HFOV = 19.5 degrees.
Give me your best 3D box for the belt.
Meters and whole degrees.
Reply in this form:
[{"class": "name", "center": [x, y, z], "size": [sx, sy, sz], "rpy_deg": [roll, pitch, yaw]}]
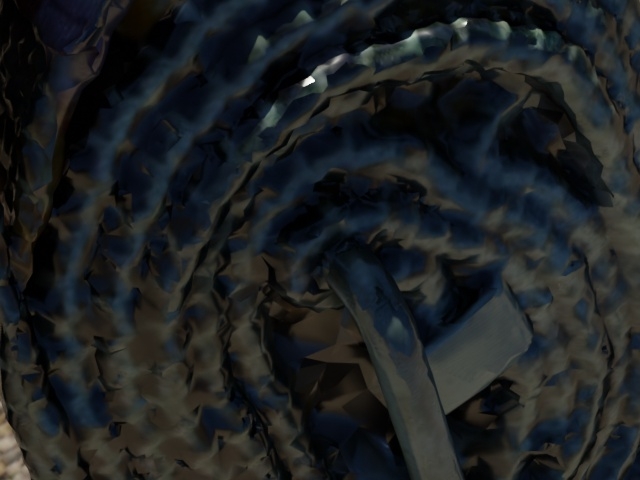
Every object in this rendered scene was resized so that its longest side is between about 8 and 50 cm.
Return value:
[{"class": "belt", "center": [0.000, 0.000, 0.522], "size": [0.207, 0.295, 0.160], "rpy_deg": [-26, 42, -14]}]
